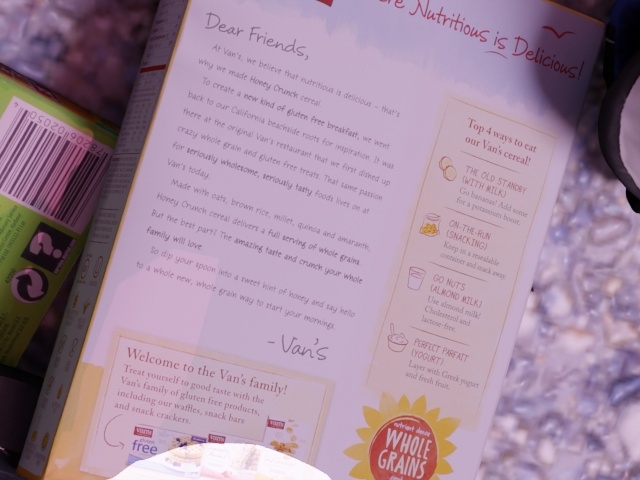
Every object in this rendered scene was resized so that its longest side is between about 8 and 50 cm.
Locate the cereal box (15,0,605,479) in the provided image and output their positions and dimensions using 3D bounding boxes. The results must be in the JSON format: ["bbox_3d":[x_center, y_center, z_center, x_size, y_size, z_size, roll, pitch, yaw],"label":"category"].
[{"bbox_3d":[0.000,0.000,0.729,0.173,0.047,0.240,19,84,-22],"label":"cereal box"}]

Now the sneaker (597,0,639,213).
[{"bbox_3d":[0.221,-0.071,0.761,0.315,0.182,0.127,-15,113,-41],"label":"sneaker"}]

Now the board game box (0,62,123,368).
[{"bbox_3d":[-0.209,-0.044,0.698,0.259,0.039,0.124,28,98,-23],"label":"board game box"}]

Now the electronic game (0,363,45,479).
[{"bbox_3d":[-0.165,0.148,0.752,0.229,0.048,0.229,-6,115,-12],"label":"electronic game"}]
